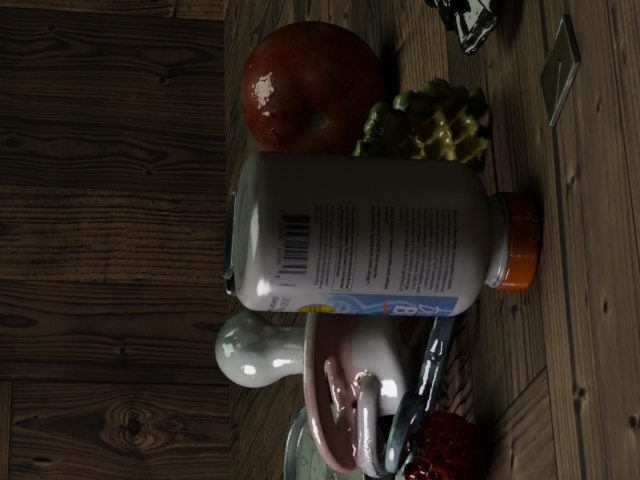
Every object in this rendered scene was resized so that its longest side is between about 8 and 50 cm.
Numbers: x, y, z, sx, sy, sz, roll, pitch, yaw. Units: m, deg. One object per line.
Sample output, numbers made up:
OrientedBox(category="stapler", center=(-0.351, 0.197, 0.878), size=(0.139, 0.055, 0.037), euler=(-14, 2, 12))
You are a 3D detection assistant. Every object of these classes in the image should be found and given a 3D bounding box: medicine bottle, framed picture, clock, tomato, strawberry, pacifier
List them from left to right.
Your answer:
OrientedBox(category="tomato", center=(-0.009, -0.206, 2.308), size=(0.184, 0.208, 0.208), euler=(-97, 13, -57))
OrientedBox(category="clock", center=(0.018, 0.302, 2.085), size=(0.215, 0.042, 0.215), euler=(-2, 88, 60))
OrientedBox(category="pacifier", center=(0.024, 0.126, 1.938), size=(0.220, 0.273, 0.332), euler=(-62, -4, 33))
OrientedBox(category="medicine bottle", center=(0.065, -0.004, 1.624), size=(0.157, 0.289, 0.157), euler=(-177, 90, -80))
OrientedBox(category="strawberry", center=(0.130, 0.248, 1.730), size=(0.145, 0.086, 0.145), euler=(19, -90, -79))
OrientedBox(category="framed picture", center=(0.226, -0.161, 1.564), size=(0.089, 0.007, 0.066), euler=(104, 164, -49))

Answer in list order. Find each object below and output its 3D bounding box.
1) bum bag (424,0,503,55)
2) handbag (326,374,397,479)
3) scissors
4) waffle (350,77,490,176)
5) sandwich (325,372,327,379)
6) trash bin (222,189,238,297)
OrientedBox(category="bum bag", center=(0.156, -0.284, 1.801), size=(0.248, 0.069, 0.102), euler=(-103, 17, -62))
OrientedBox(category="handbag", center=(0.048, 0.274, 2.227), size=(0.275, 0.088, 0.244), euler=(-110, 26, -72))
OrientedBox(category="scissors", center=(0.108, 0.232, 1.899), size=(0.383, 0.029, 0.256), euler=(94, -163, -51))
OrientedBox(category="waffle", center=(0.095, -0.073, 1.766), size=(0.054, 0.204, 0.223), euler=(37, 122, 37))
OrientedBox(category="sandwich", center=(0.039, 0.100, 2.368), size=(0.212, 0.063, 0.245), euler=(143, 128, -77))
OrientedBox(category="trash bin", center=(0.000, 0.000, 2.130), size=(0.184, 0.239, 0.161), euler=(127, 147, -76))
